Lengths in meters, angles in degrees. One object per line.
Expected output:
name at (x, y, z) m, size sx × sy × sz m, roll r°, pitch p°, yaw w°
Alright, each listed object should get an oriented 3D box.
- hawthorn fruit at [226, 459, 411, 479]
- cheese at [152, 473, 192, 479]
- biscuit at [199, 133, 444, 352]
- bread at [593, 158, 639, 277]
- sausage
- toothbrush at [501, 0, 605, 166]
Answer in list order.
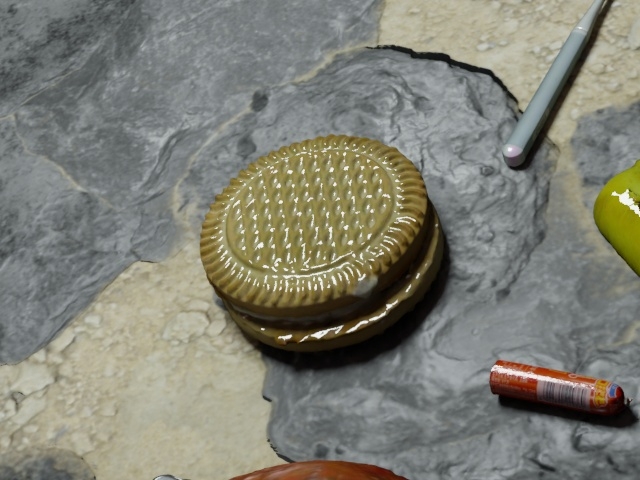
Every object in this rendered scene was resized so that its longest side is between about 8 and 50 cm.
hawthorn fruit at (-0.008, 0.286, 1.190) m, size 0.258 × 0.258 × 0.262 m, roll -46°, pitch 25°, yaw -21°
cheese at (-0.185, 0.323, 1.332) m, size 0.163 × 0.082 × 0.286 m, roll 13°, pitch 54°, yaw 29°
biscuit at (0.000, 0.000, 1.558) m, size 0.259 × 0.079 × 0.259 m, roll -11°, pitch 45°, yaw 11°
bread at (0.389, 0.056, 1.321) m, size 0.166 × 0.112 × 0.383 m, roll -16°, pitch 42°, yaw -23°
sausage at (0.217, 0.133, 1.379) m, size 0.130 × 0.034 × 0.034 m, roll 8°, pitch 53°, yaw 28°
toothbrush at (0.278, -0.206, 1.677) m, size 0.030 × 0.025 × 0.342 m, roll 16°, pitch 56°, yaw 30°
